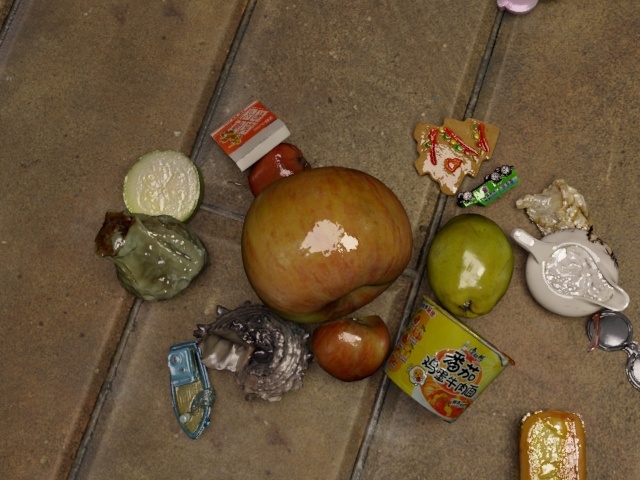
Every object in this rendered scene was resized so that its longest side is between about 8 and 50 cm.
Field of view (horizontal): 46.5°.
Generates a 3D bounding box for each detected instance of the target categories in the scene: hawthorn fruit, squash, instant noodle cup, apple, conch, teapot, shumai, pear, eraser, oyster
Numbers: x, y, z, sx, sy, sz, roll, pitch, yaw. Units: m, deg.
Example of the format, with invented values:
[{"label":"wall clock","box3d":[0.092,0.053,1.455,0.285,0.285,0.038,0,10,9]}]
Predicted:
[{"label":"hawthorn fruit","box3d":[-0.123,-0.152,1.896,0.203,0.162,0.163,-30,76,22]},{"label":"squash","box3d":[-0.416,-0.132,1.970,0.219,0.041,0.219,-1,82,8]},{"label":"instant noodle cup","box3d":[0.280,0.275,1.711,0.264,0.264,0.200,38,93,12]},{"label":"apple","box3d":[0.000,0.000,1.721,0.400,0.400,0.334,-28,69,-1]},{"label":"conch","box3d":[-0.158,0.268,1.801,0.313,0.186,0.241,21,89,-10]},{"label":"apple","box3d":[0.077,0.247,1.752,0.173,0.195,0.160,-44,65,35]},{"label":"teapot","box3d":[0.575,0.066,1.760,0.299,0.166,0.208,32,105,9]},{"label":"shumai","box3d":[-0.423,0.042,1.832,0.260,0.222,0.225,20,92,3]},{"label":"pear","box3d":[0.353,0.056,1.762,0.212,0.212,0.269,6,53,7]},{"label":"eraser","box3d":[-0.182,-0.273,1.902,0.157,0.038,0.230,-38,35,-4]},{"label":"oyster","box3d":[0.579,-0.071,1.836,0.191,0.081,0.163,0,82,9]}]

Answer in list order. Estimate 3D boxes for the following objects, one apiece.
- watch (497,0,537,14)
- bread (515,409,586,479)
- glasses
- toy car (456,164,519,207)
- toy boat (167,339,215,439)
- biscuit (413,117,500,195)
[{"label":"watch","box3d":[0.564,-0.730,1.905,0.248,0.217,0.211,-16,77,1]},{"label":"bread","box3d":[0.523,0.531,1.691,0.152,0.119,0.288,2,78,2]},{"label":"glasses","box3d":[0.700,0.261,1.660,0.118,0.268,0.234,-43,79,15]},{"label":"toy car","box3d":[0.419,-0.127,1.868,0.165,0.071,0.062,-34,91,-2]},{"label":"toy boat","box3d":[-0.320,0.366,1.820,0.109,0.098,0.238,-13,77,6]},{"label":"biscuit","box3d":[0.352,-0.236,1.912,0.238,0.041,0.212,-26,75,1]}]
